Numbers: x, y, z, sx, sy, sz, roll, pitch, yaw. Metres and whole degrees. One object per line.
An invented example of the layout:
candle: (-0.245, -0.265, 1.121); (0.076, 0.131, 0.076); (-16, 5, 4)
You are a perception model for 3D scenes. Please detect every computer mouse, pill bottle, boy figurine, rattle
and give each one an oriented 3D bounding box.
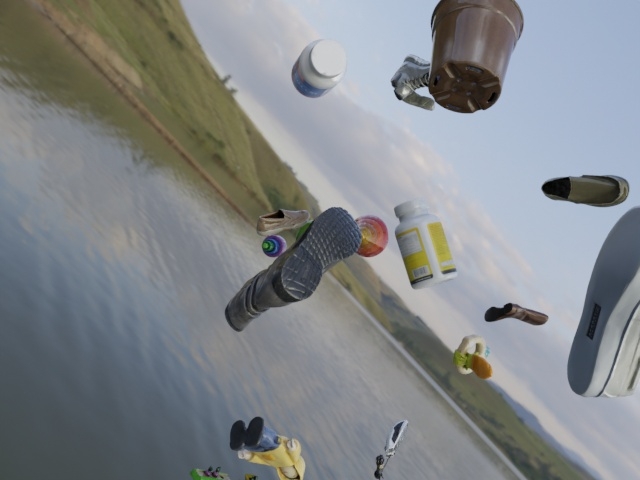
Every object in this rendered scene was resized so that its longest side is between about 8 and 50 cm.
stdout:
computer mouse: (0.211, 0.626, 1.889); (0.042, 0.193, 0.106); (18, -41, 25)
pill bottle: (-0.001, -0.447, 1.602); (0.124, 0.124, 0.221); (47, -7, -9)
boy figurine: (-0.133, 0.567, 1.650); (0.092, 0.177, 0.285); (-86, 153, -43)
pill bottle: (0.220, 0.007, 1.333); (0.103, 0.103, 0.184); (57, 17, -80)
rattle: (0.491, 0.355, 1.825); (0.143, 0.130, 0.200); (4, -21, 43)

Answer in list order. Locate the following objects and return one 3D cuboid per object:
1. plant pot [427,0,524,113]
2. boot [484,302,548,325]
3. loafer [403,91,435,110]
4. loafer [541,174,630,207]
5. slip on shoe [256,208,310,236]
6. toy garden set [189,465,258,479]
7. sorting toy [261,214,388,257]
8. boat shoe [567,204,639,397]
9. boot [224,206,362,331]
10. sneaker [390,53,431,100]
plant pot: (0.265, -0.326, 1.092); (0.167, 0.165, 0.167); (12, -28, 7)
boot: (0.455, 0.179, 1.439); (0.114, 0.037, 0.106); (16, -23, -22)
loafer: (0.272, -0.403, 1.781); (0.125, 0.045, 0.039); (29, -4, 20)
loafer: (0.738, -0.139, 1.751); (0.088, 0.094, 0.251); (-5, 5, -40)
slip on shoe: (-0.079, -0.048, 1.336); (0.051, 0.135, 0.041); (32, -49, 47)
toy garden set: (-0.163, 0.613, 1.431); (0.244, 0.049, 0.204); (36, 2, 44)
sorting toy: (0.000, 0.000, 1.723); (0.126, 0.366, 0.126); (2, 82, -76)
boat shoe: (0.565, 0.120, 1.082); (0.157, 0.366, 0.136); (8, 17, -5)
boot: (-0.064, 0.054, 1.358); (0.118, 0.223, 0.338); (56, 41, -4)
sneaker: (0.274, -0.429, 1.706); (0.086, 0.132, 0.229); (45, -3, -36)
